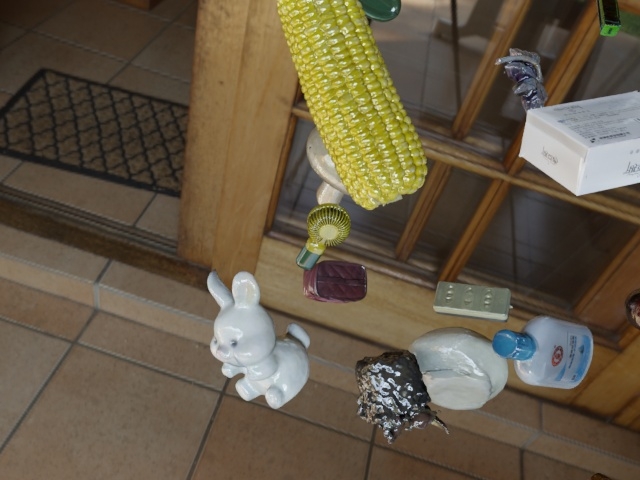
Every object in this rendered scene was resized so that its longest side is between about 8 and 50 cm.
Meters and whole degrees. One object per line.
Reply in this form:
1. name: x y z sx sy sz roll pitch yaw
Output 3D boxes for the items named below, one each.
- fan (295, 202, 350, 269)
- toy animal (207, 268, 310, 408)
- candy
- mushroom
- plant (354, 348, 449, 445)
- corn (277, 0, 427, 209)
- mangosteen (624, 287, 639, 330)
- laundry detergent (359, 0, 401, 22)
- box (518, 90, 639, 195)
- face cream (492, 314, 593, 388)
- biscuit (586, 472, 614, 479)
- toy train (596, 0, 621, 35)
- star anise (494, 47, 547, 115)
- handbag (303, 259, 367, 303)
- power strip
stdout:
1. fan: 0.000 0.000 1.128 0.082 0.155 0.039 21 35 -15
2. toy animal: -0.168 0.240 1.557 0.196 0.368 0.241 -7 35 44
3. candy: 0.369 0.338 1.647 0.295 0.296 0.185 21 47 3
4. mushroom: 0.052 -0.158 1.311 0.207 0.215 0.207 19 42 -18
5. plant: 0.188 0.400 1.529 0.203 0.178 0.234 -16 90 -8
6. corn: 0.030 -0.151 0.611 0.093 0.093 0.244 -27 94 -37
7. mangosteen: 0.911 0.180 1.623 0.152 0.153 0.153 9 44 -9
8. laundry detergent: 0.047 -0.402 0.941 0.137 0.063 0.211 22 19 -26
9. box: 0.592 -0.206 1.231 0.274 0.116 0.203 -12 35 -13
10. face cream: 0.506 0.249 1.349 0.336 0.163 0.080 17 0 -40
11. biscuit: 0.452 0.455 0.889 0.036 0.212 0.212 -16 48 3
12. toy train: 0.802 -0.656 1.671 0.044 0.042 0.209 9 59 3
13. star anise: 0.587 -0.458 1.694 0.262 0.081 0.230 30 62 -43
14. handbag: 0.053 0.150 2.140 0.224 0.135 0.147 9 76 -24
15. power strip: 0.513 0.204 1.998 0.256 0.070 0.105 5 65 25
